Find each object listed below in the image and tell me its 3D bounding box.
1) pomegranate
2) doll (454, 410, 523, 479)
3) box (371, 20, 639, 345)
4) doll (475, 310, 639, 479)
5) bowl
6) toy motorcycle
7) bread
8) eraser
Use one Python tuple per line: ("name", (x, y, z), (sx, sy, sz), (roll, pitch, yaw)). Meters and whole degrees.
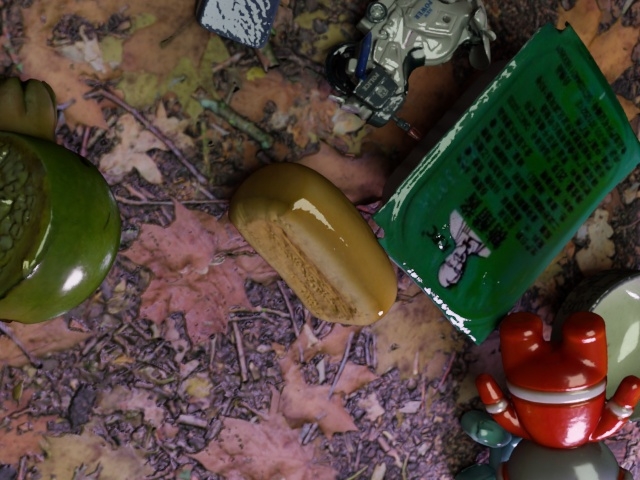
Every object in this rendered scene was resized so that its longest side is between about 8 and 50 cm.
("pomegranate", (-0.296, -0.029, 1.096), (0.190, 0.240, 0.159), (-42, 155, 16))
("doll", (0.261, 0.272, 1.470), (0.159, 0.059, 0.159), (5, 101, -23))
("box", (0.207, -0.080, 1.311), (0.336, 0.106, 0.264), (-47, 127, -5))
("doll", (0.303, 0.243, 1.370), (0.200, 0.105, 0.336), (-3, 113, 18))
("bowl", (0.390, 0.126, 1.456), (0.212, 0.112, 0.211), (-7, 108, -23))
("toy motorcycle", (0.110, -0.217, 1.250), (0.150, 0.102, 0.221), (42, 82, -7))
("bread", (0.000, 0.000, 1.235), (0.217, 0.147, 0.098), (51, 62, -29))
("eraser", (-0.065, -0.323, 1.170), (0.082, 0.036, 0.225), (15, 98, -27))
